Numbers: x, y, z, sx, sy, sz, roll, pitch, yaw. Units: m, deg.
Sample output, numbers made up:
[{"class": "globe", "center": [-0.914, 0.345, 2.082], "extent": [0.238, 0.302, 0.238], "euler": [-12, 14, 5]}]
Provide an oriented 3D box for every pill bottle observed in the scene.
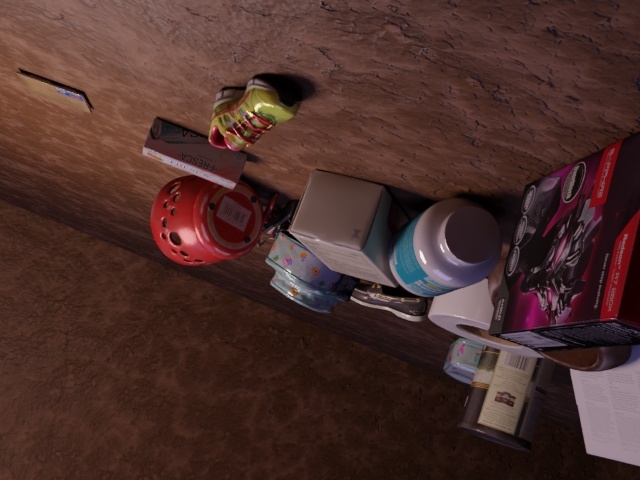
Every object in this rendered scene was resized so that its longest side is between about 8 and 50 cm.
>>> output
[{"class": "pill bottle", "center": [0.211, 0.012, 1.614], "extent": [0.146, 0.146, 0.264], "euler": [21, 169, -5]}]

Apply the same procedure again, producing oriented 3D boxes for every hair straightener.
[{"class": "hair straightener", "center": [-0.089, -0.029, 2.059], "extent": [0.089, 0.047, 0.230], "euler": [23, 152, -8]}]

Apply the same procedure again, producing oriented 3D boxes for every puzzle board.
[{"class": "puzzle board", "center": [-0.490, -0.275, 1.796], "extent": [0.128, 0.011, 0.096], "euler": [19, 167, 1]}]

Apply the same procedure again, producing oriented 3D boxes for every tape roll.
[{"class": "tape roll", "center": [0.387, 0.167, 2.151], "extent": [0.286, 0.100, 0.286], "euler": [20, 168, 4]}]

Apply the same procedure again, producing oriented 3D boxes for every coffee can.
[{"class": "coffee can", "center": [0.503, 0.401, 2.596], "extent": [0.202, 0.275, 0.201], "euler": [20, 168, 4]}]

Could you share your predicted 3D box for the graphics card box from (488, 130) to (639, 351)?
[{"class": "graphics card box", "center": [0.338, 0.013, 1.197], "extent": [0.094, 0.232, 0.371], "euler": [17, 170, -8]}]

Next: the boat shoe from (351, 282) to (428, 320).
[{"class": "boat shoe", "center": [0.169, 0.138, 2.470], "extent": [0.228, 0.068, 0.081], "euler": [17, -157, 25]}]

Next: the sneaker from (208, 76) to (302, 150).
[{"class": "sneaker", "center": [-0.099, -0.173, 1.409], "extent": [0.082, 0.094, 0.208], "euler": [27, 165, -26]}]

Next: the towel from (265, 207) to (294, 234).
[{"class": "towel", "center": [0.000, 0.000, 2.198], "extent": [0.275, 0.031, 0.199], "euler": [22, 168, -8]}]

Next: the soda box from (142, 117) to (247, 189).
[{"class": "soda box", "center": [-0.229, -0.157, 1.774], "extent": [0.183, 0.062, 0.058], "euler": [21, 168, -9]}]

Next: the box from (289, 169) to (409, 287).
[{"class": "box", "center": [0.064, -0.018, 1.767], "extent": [0.149, 0.126, 0.232], "euler": [15, 167, 23]}]

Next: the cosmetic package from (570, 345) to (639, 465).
[{"class": "cosmetic package", "center": [0.643, 0.291, 1.857], "extent": [0.098, 0.284, 0.377], "euler": [-17, -173, -27]}]

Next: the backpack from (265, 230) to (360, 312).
[{"class": "backpack", "center": [-0.026, 0.062, 2.045], "extent": [0.166, 0.144, 0.188], "euler": [34, 180, 37]}]

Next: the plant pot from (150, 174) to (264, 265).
[{"class": "plant pot", "center": [-0.226, -0.042, 1.989], "extent": [0.191, 0.191, 0.174], "euler": [28, 163, -36]}]

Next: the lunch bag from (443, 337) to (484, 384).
[{"class": "lunch bag", "center": [0.516, 0.378, 2.881], "extent": [0.279, 0.107, 0.224], "euler": [17, 163, 4]}]

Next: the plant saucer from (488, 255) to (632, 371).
[{"class": "plant saucer", "center": [0.441, 0.153, 1.851], "extent": [0.311, 0.050, 0.310], "euler": [35, 160, 15]}]
